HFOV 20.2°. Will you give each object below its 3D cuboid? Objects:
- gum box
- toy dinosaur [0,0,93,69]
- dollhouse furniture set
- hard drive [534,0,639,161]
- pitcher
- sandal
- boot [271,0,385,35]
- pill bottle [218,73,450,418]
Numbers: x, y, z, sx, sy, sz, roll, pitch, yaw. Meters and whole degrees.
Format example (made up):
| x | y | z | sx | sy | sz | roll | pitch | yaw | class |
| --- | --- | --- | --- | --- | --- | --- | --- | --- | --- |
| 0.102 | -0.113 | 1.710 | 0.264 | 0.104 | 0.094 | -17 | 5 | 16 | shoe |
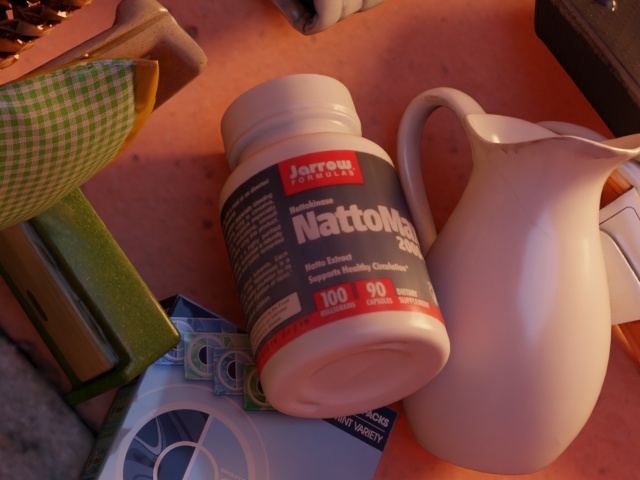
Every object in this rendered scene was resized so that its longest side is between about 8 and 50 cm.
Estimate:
| x | y | z | sx | sy | sz | roll | pitch | yaw | class |
| --- | --- | --- | --- | --- | --- | --- | --- | --- | --- |
| -0.057 | 0.149 | 1.030 | 0.157 | 0.041 | 0.184 | 30 | 68 | -18 | gum box |
| -0.256 | -0.095 | 0.835 | 0.322 | 0.218 | 0.164 | -31 | 62 | 10 | toy dinosaur |
| -0.159 | 0.026 | 0.857 | 0.197 | 0.301 | 0.151 | -34 | 93 | -29 | dollhouse furniture set |
| 0.268 | -0.105 | 1.175 | 0.254 | 0.054 | 0.172 | 1 | 41 | -33 | hard drive |
| 0.099 | 0.020 | 1.082 | 0.125 | 0.177 | 0.207 | -1 | 108 | -38 | pitcher |
| 0.193 | 0.046 | 1.135 | 0.076 | 0.102 | 0.265 | -37 | 99 | -29 | sandal |
| -0.025 | -0.254 | 1.087 | 0.123 | 0.095 | 0.258 | -34 | 97 | -33 | boot |
| 0.000 | 0.000 | 1.028 | 0.108 | 0.108 | 0.180 | -2 | 59 | -26 | pill bottle |
